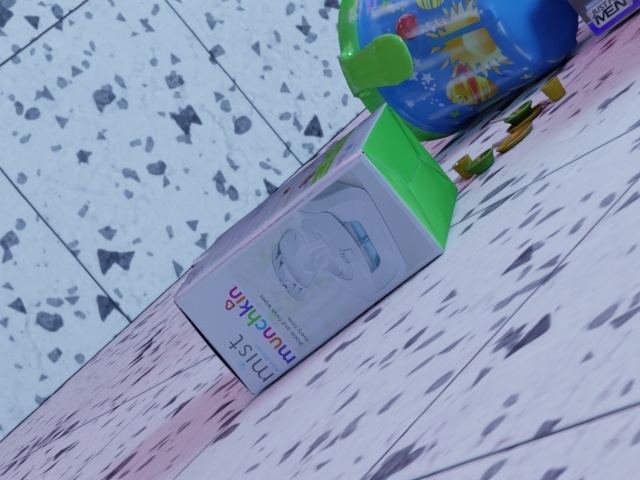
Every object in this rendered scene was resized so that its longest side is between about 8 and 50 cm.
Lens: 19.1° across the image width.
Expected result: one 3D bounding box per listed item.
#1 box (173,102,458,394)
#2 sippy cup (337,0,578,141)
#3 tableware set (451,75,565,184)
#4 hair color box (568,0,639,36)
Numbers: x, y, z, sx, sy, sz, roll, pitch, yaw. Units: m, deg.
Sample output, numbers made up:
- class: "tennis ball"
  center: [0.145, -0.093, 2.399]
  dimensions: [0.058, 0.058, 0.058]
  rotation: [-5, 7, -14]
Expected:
- class: "box"
  center: [0.000, 0.000, 1.823]
  dimensions: [0.231, 0.127, 0.262]
  rotation: [-39, 6, 13]
- class: "sippy cup"
  center: [0.177, -0.256, 2.263]
  dimensions: [0.224, 0.240, 0.305]
  rotation: [-18, 42, 47]
- class: "tableware set"
  center: [0.194, -0.116, 1.977]
  dimensions: [0.154, 0.024, 0.104]
  rotation: [-41, 7, -18]
- class: "hair color box"
  center: [0.406, -0.380, 2.222]
  dimensions: [0.185, 0.110, 0.339]
  rotation: [-36, 5, 36]
